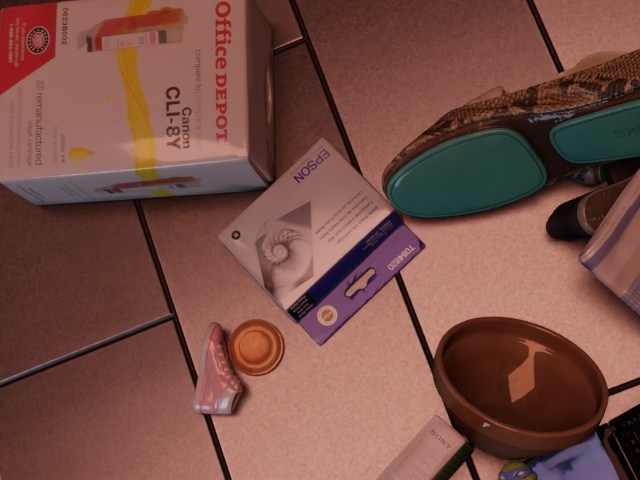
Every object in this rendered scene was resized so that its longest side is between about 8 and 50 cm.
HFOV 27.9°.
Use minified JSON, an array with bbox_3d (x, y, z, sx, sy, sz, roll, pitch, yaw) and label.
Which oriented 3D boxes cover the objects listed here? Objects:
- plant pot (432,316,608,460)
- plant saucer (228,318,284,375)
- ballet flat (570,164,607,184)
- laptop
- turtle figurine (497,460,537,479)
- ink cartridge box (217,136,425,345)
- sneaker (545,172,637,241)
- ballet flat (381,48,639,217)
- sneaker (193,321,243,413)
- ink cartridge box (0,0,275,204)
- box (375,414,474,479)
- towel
[{"bbox_3d":[0.259,0.216,1.738,0.237,0.237,0.110,23,126,14],"label":"plant pot"},{"bbox_3d":[-0.095,0.156,1.890,0.083,0.013,0.083,-2,78,10],"label":"plant saucer"},{"bbox_3d":[0.392,-0.172,1.854,0.070,0.070,0.188,13,77,13],"label":"ballet flat"},{"bbox_3d":[0.410,0.347,1.689,0.136,0.264,0.234,-15,72,-31],"label":"laptop"},{"bbox_3d":[0.279,0.430,1.633,0.197,0.274,0.266,-22,97,-13],"label":"turtle figurine"},{"bbox_3d":[0.000,0.000,1.892,0.223,0.045,0.224,-44,74,-2],"label":"ink cartridge box"},{"bbox_3d":[0.428,-0.055,1.814,0.222,0.118,0.083,-12,89,-22],"label":"sneaker"},{"bbox_3d":[0.314,-0.163,1.796,0.482,0.164,0.182,-17,40,30],"label":"ballet flat"},{"bbox_3d":[-0.140,0.189,1.872,0.070,0.051,0.134,7,85,14],"label":"sneaker"},{"bbox_3d":[-0.273,-0.215,1.931,0.384,0.160,0.279,-4,77,9],"label":"ink cartridge box"},{"bbox_3d":[0.073,0.370,1.697,0.058,0.232,0.322,43,87,15],"label":"box"},{"bbox_3d":[0.502,0.035,1.731,0.285,0.034,0.209,40,73,-4],"label":"towel"}]
